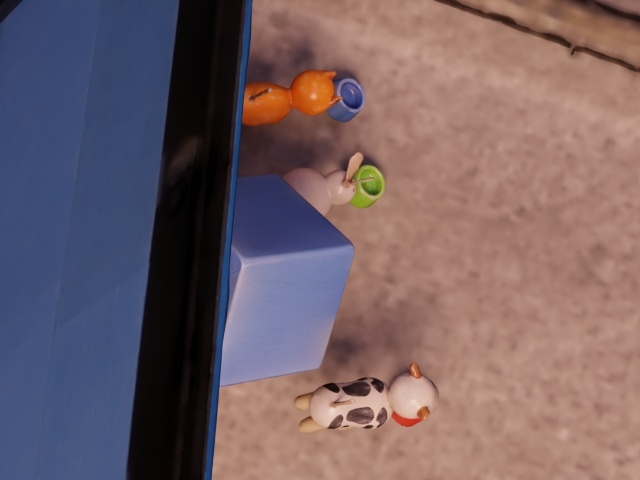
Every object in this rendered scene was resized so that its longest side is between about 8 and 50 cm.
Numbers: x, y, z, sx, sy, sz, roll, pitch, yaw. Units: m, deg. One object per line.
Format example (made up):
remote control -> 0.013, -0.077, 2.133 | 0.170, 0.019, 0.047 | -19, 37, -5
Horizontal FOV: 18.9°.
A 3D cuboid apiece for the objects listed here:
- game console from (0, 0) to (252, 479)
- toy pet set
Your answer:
game console -> -0.148, 0.012, 0.461 | 0.250, 0.173, 0.293 | 5, 58, -3
toy pet set -> 0.000, 0.000, 0.597 | 0.114, 0.065, 0.122 | -6, 79, -40
